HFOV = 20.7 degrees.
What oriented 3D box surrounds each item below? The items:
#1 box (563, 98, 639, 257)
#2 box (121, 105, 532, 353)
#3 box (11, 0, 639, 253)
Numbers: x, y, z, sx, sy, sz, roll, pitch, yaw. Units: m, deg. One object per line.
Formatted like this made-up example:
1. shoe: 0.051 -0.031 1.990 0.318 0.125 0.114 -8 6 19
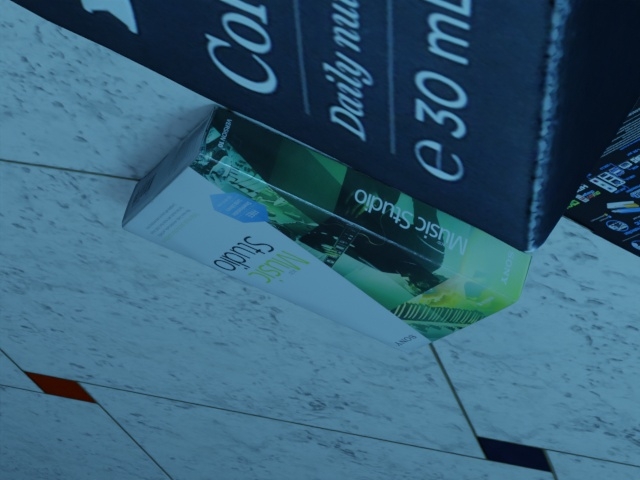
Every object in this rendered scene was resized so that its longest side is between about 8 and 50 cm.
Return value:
1. box: 0.312 -0.052 1.243 0.293 0.073 0.295 24 156 -17
2. box: 0.000 0.000 1.608 0.322 0.058 0.232 23 157 -16
3. box: -0.073 -0.316 0.420 0.472 0.297 0.480 28 153 19
